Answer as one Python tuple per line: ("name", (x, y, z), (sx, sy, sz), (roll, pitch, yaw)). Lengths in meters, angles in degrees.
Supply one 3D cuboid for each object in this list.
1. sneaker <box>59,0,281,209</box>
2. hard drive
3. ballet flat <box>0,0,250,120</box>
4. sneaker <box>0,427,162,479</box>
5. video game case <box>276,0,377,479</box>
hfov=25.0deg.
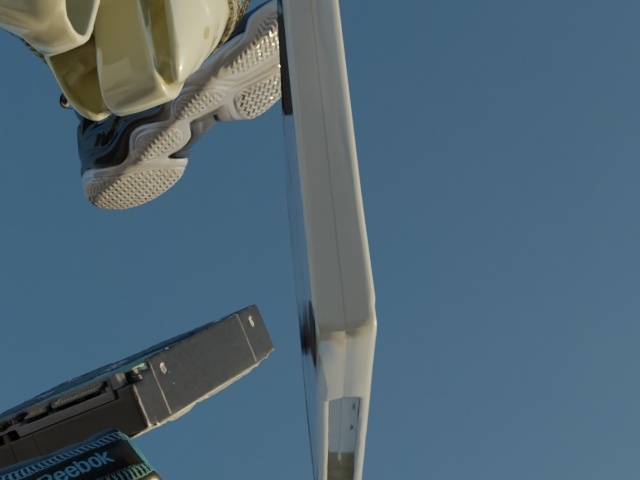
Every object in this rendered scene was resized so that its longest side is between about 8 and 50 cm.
("sneaker", (-0.132, -0.156, 1.257), (0.268, 0.101, 0.153), (-39, -114, 25))
("hard drive", (-0.202, 0.154, 1.369), (0.236, 0.339, 0.064), (-23, -91, 17))
("ballet flat", (-0.162, -0.175, 0.863), (0.164, 0.182, 0.483), (-29, -27, 12))
("sneaker", (-0.165, 0.235, 0.856), (0.125, 0.139, 0.341), (48, -33, 19))
("video game case", (0.000, 0.000, 0.683), (0.025, 0.204, 0.285), (-5, -25, -3))
